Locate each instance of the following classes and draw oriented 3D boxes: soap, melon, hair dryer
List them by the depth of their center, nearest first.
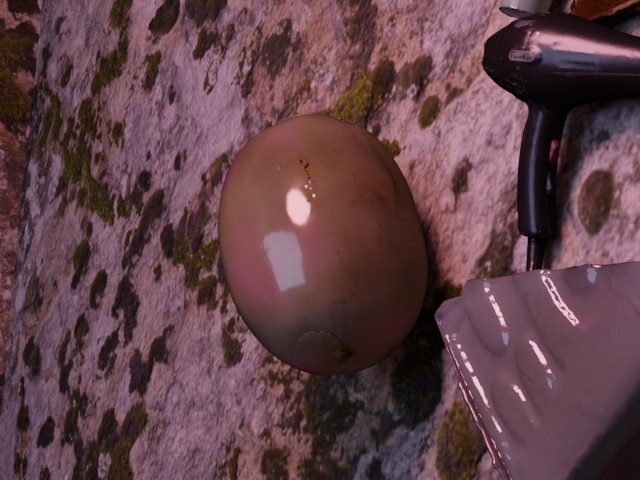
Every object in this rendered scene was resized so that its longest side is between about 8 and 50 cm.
[{"bbox_3d":[0.245,0.057,1.073,0.302,0.159,0.258,-56,32,29],"label":"soap"},{"bbox_3d":[0.237,-0.075,1.257,0.235,0.091,0.272,17,105,52],"label":"hair dryer"},{"bbox_3d":[0.000,0.000,1.460,0.223,0.223,0.317,-52,36,37],"label":"melon"}]

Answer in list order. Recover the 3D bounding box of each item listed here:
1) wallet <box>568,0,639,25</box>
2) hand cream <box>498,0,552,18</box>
[{"bbox_3d":[0.301,-0.257,1.245,0.176,0.026,0.095,-20,54,56],"label":"wallet"},{"bbox_3d":[0.251,-0.385,1.358,0.085,0.058,0.331,21,96,63],"label":"hand cream"}]
